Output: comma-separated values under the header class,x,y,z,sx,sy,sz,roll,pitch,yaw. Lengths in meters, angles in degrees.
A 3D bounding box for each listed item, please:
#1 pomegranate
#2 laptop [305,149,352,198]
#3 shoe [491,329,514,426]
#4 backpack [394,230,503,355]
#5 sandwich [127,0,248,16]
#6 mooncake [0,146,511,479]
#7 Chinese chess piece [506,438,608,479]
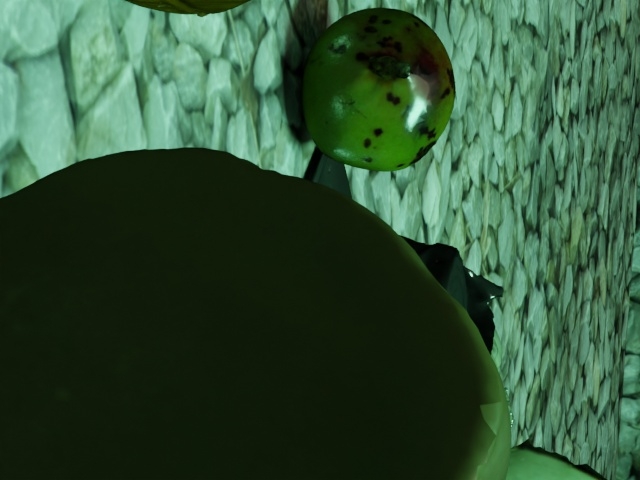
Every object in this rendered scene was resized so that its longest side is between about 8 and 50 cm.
class,x,y,z,sx,sy,sz,roll,pitch,yaw
pomegranate,0.067,-0.139,1.516,0.220,0.156,0.156,13,81,-66
laptop,0.000,0.000,1.547,0.135,0.016,0.197,74,28,-43
shoe,0.194,0.204,1.973,0.275,0.098,0.103,-66,154,-46
backpack,0.035,0.204,1.325,0.445,0.255,0.363,83,16,-63
sandwich,-0.065,-0.226,1.170,0.187,0.144,0.117,-4,99,-69
mooncake,-0.088,0.142,0.864,0.200,0.379,0.378,79,24,-49
Chinese chess piece,0.224,0.373,1.710,0.146,0.349,0.349,-57,145,-37
